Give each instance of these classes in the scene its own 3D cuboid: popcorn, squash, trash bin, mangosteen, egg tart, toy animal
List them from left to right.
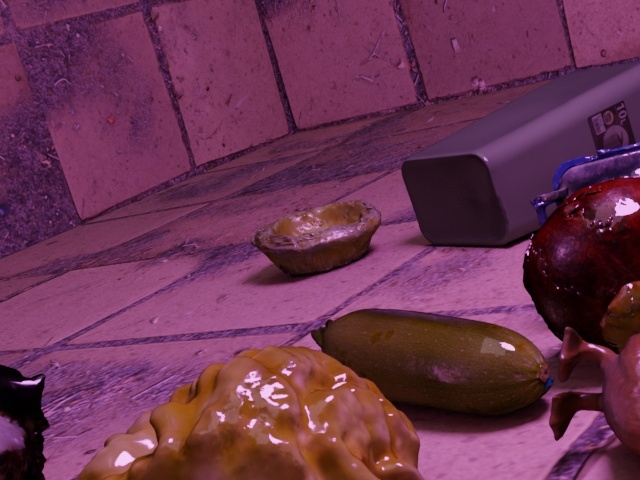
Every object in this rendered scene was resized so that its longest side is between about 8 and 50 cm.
[{"bbox_3d":[-0.021,0.170,0.670,0.181,0.217,0.235,-41,8,22],"label":"popcorn"},{"bbox_3d":[0.000,0.000,1.801,0.197,0.078,0.197,-15,13,3],"label":"egg tart"},{"bbox_3d":[0.074,0.107,1.114,0.094,0.095,0.341,-22,15,-31],"label":"squash"},{"bbox_3d":[0.314,-0.114,1.725,0.343,0.158,0.223,-28,14,-29],"label":"trash bin"},{"bbox_3d":[0.268,0.034,1.048,0.166,0.166,0.180,-18,36,-9],"label":"mangosteen"},{"bbox_3d":[0.322,-0.026,1.256,0.184,0.163,0.234,-13,5,13],"label":"trash bin"},{"bbox_3d":[0.262,0.107,0.866,0.179,0.089,0.188,9,21,27],"label":"toy animal"}]

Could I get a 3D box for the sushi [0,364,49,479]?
[{"bbox_3d":[-0.324,0.199,0.943,0.234,0.208,0.348,-9,11,-32],"label":"sushi"}]
